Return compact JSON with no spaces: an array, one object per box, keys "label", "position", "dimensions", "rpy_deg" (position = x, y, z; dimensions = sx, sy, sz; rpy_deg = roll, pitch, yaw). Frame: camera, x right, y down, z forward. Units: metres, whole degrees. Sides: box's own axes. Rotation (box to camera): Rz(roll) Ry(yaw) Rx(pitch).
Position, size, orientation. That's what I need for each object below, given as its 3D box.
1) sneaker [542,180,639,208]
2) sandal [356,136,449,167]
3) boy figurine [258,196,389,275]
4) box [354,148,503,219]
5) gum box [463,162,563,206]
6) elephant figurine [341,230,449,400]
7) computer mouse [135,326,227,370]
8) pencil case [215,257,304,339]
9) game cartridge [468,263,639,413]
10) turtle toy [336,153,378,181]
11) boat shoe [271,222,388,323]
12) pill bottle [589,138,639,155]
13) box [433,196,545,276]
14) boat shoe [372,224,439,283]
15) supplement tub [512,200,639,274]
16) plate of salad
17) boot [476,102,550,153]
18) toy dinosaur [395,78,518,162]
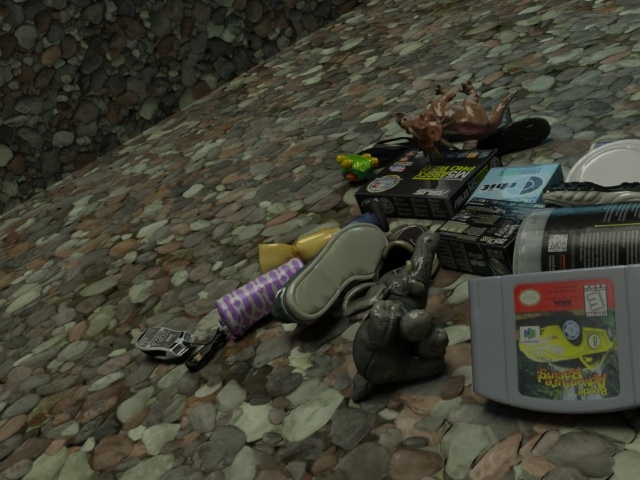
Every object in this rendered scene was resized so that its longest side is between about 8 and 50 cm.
[{"label":"sneaker","position":[0.529,-0.047,1.437],"dimensions":[0.271,0.108,0.100],"rpy_deg":[1,12,13]},{"label":"sandal","position":[0.207,-0.241,2.106],"dimensions":[0.254,0.054,0.097],"rpy_deg":[-8,29,29]},{"label":"boy figurine","position":[0.000,0.000,1.752],"dimensions":[0.285,0.092,0.177],"rpy_deg":[-22,5,-8]},{"label":"box","position":[0.245,-0.132,1.857],"dimensions":[0.270,0.060,0.216],"rpy_deg":[6,36,45]},{"label":"gum box","position":[0.395,-0.094,1.684],"dimensions":[0.157,0.041,0.184],"rpy_deg":[-2,32,37]},{"label":"elephant figurine","position":[0.126,0.118,1.366],"dimensions":[0.186,0.169,0.239],"rpy_deg":[-6,33,1]},{"label":"computer mouse","position":[-0.287,0.213,1.647],"dimensions":[0.193,0.042,0.106],"rpy_deg":[3,40,33]},{"label":"pencil case","position":[-0.110,0.115,1.637],"dimensions":[0.206,0.088,0.086],"rpy_deg":[-30,-12,-10]},{"label":"game cartridge","position":[0.343,0.137,1.119],"dimensions":[0.294,0.196,0.060],"rpy_deg":[-8,-8,35]},{"label":"turtle toy","position":[0.088,-0.185,2.081],"dimensions":[0.095,0.066,0.130],"rpy_deg":[-4,18,-16]},{"label":"boat shoe","position":[0.020,0.064,1.602],"dimensions":[0.099,0.116,0.319],"rpy_deg":[-32,5,46]},{"label":"pill bottle","position":[0.602,-0.166,1.625],"dimensions":[0.120,0.067,0.067],"rpy_deg":[-2,32,37]},{"label":"box","position":[0.324,-0.006,1.528],"dimensions":[0.147,0.077,0.180],"rpy_deg":[-38,29,-30]},{"label":"boat shoe","position":[0.160,0.039,1.556],"dimensions":[0.103,0.092,0.285],"rpy_deg":[-10,28,25]},{"label":"supplement tub","position":[0.461,0.038,1.196],"dimensions":[0.316,0.193,0.193],"rpy_deg":[-3,32,36]},{"label":"plate of salad","position":[0.562,-0.111,1.553],"dimensions":[0.200,0.048,0.200],"rpy_deg":[-23,41,21]},{"label":"boot","position":[0.455,-0.280,1.977],"dimensions":[0.190,0.076,0.208],"rpy_deg":[-13,21,19]},{"label":"toy dinosaur","position":[0.316,-0.267,1.871],"dimensions":[0.296,0.127,0.200],"rpy_deg":[-7,33,2]}]
